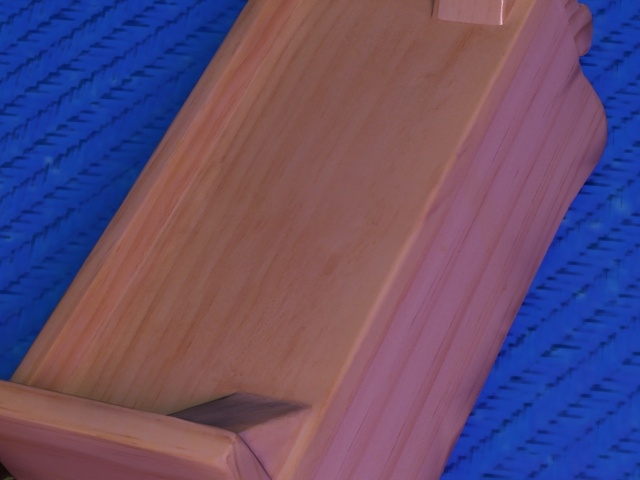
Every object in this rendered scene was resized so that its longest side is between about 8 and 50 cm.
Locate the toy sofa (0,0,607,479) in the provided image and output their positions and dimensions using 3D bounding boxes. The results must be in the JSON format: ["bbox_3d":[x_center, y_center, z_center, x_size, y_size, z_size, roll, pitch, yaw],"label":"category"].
[{"bbox_3d":[0.000,0.000,0.853,0.150,0.177,0.362,9,56,30],"label":"toy sofa"}]

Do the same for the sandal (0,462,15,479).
[{"bbox_3d":[-0.121,0.181,0.842,0.090,0.060,0.219,-37,57,-20],"label":"sandal"}]
